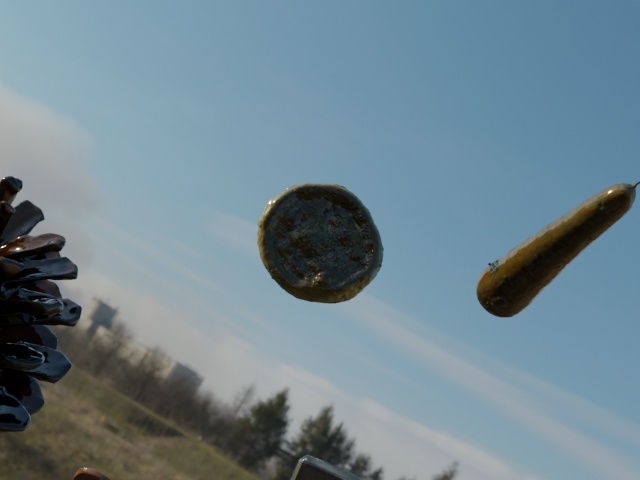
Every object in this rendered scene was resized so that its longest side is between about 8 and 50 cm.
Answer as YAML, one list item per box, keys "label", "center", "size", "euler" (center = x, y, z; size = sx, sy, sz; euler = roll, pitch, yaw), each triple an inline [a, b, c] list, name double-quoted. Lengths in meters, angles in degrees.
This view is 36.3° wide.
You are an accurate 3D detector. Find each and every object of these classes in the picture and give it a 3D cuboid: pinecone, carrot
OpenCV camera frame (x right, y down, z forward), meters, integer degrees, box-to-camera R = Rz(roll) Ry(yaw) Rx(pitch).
- label: "pinecone"
  center: [-0.314, 0.055, 0.776]
  size: [0.264, 0.264, 0.264]
  euler: [29, -14, 8]
- label: "carrot"
  center: [0.300, 0.002, 1.215]
  size: [0.078, 0.078, 0.298]
  euler: [33, -47, -10]

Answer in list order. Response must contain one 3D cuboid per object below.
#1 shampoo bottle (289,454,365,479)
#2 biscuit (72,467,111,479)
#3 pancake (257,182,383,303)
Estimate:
- label: "shampoo bottle"
  center: [-0.029, 0.347, 0.993]
  size: [0.080, 0.246, 0.079]
  euler: [22, -12, 15]
- label: "biscuit"
  center: [-0.316, 0.357, 1.380]
  size: [0.078, 0.015, 0.091]
  euler: [31, -50, 2]
- label: "pancake"
  center: [0.000, 0.000, 1.157]
  size: [0.158, 0.158, 0.028]
  euler: [29, -21, 6]
